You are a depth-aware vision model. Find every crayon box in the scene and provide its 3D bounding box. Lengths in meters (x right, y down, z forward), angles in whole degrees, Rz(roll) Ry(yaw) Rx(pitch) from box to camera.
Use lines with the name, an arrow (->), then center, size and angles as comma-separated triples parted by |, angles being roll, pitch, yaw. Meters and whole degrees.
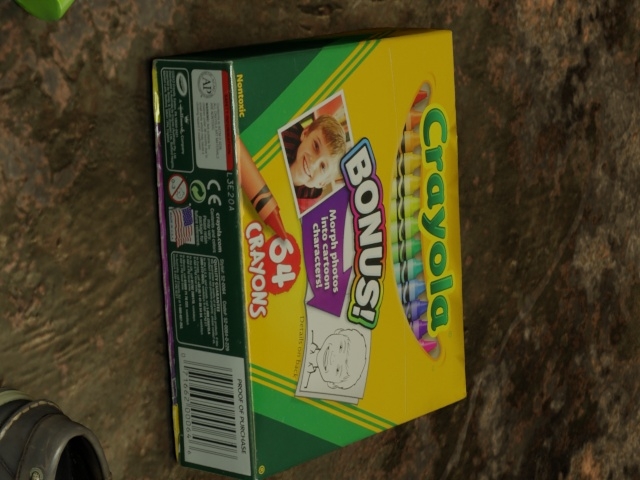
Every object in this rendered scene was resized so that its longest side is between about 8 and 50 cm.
crayon box -> 0.000, 0.000, 1.659 | 0.313, 0.106, 0.363 | -15, 106, -48

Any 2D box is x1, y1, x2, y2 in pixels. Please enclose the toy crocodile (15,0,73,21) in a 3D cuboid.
toy crocodile -> -0.281, -0.280, 1.311 | 0.340, 0.105, 0.115 | 37, 67, -40

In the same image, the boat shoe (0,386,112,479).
boat shoe -> -0.207, 0.292, 1.435 | 0.132, 0.130, 0.355 | -31, 117, -43
